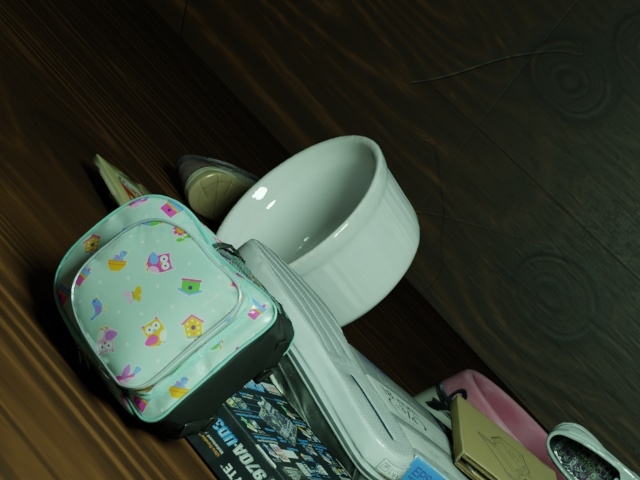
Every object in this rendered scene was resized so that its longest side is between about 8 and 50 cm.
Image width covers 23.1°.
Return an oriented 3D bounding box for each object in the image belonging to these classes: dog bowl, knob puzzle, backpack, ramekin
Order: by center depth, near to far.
[{"bbox_3d":[-0.141,0.056,1.363,0.188,0.166,0.144,47,-3,29],"label":"backpack"},{"bbox_3d":[-0.197,-0.008,1.937,0.213,0.030,0.213,44,7,-7],"label":"knob puzzle"},{"bbox_3d":[0.000,0.000,2.102,0.135,0.277,0.277,52,4,-28],"label":"ramekin"},{"bbox_3d":[0.265,0.345,2.140,0.408,0.150,0.408,45,7,-7],"label":"dog bowl"}]

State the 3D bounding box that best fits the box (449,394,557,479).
[{"bbox_3d":[0.223,0.271,1.857,0.164,0.021,0.201,39,12,-6],"label":"box"}]

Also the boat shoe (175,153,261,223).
[{"bbox_3d":[-0.118,-0.060,2.408,0.285,0.103,0.092,28,23,-50],"label":"boat shoe"}]

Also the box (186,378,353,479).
[{"bbox_3d":[-0.052,0.202,1.514,0.175,0.051,0.220,48,8,21],"label":"box"}]

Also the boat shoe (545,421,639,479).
[{"bbox_3d":[0.378,0.328,2.031,0.227,0.079,0.081,43,15,18],"label":"boat shoe"}]

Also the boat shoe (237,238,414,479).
[{"bbox_3d":[-0.030,0.144,1.698,0.121,0.119,0.335,30,24,-53],"label":"boat shoe"}]

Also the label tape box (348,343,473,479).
[{"bbox_3d":[0.085,0.242,1.861,0.241,0.106,0.333,41,9,-35],"label":"label tape box"}]
